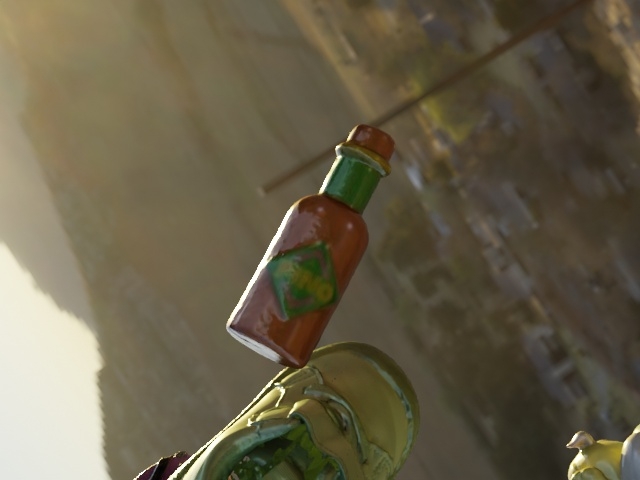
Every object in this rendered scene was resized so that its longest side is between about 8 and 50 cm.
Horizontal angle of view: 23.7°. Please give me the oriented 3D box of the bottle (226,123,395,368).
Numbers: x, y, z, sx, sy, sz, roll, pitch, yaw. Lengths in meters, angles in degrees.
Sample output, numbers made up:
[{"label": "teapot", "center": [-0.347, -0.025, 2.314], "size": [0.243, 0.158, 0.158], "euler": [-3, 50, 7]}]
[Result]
[{"label": "bottle", "center": [0.000, 0.000, 1.129], "size": [0.069, 0.187, 0.069], "euler": [25, 169, 5]}]

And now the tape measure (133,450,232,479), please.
[{"label": "tape measure", "center": [-0.126, 0.249, 1.339], "size": [0.118, 0.125, 0.074], "euler": [17, 143, 33]}]

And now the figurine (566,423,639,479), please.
[{"label": "figurine", "center": [0.277, 0.186, 1.196], "size": [0.155, 0.236, 0.127], "euler": [-1, 163, 36]}]

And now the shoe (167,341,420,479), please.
[{"label": "shoe", "center": [-0.015, 0.191, 1.236], "size": [0.140, 0.262, 0.128], "euler": [61, 157, -10]}]
